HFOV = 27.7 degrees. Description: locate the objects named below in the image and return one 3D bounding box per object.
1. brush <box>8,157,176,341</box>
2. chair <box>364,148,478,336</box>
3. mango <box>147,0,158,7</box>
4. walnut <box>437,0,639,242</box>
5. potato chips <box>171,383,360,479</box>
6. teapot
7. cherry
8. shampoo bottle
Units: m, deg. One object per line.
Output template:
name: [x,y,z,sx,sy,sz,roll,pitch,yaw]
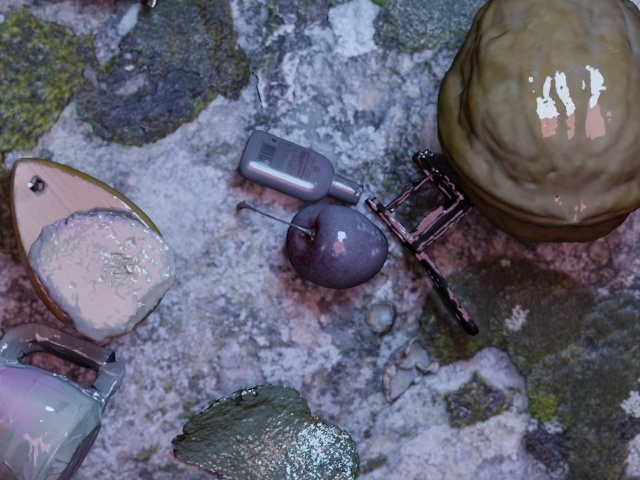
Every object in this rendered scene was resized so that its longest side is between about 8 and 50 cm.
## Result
brush: [-0.304,-0.001,1.626,0.174,0.166,0.266,-41,90,-7]
chair: [0.167,0.002,1.711,0.113,0.106,0.229,-40,93,0]
mango: [-0.277,-0.442,1.644,0.177,0.119,0.316,-25,112,-20]
walnut: [0.292,-0.153,1.616,0.306,0.306,0.343,4,48,-7]
potato chips: [-0.066,0.273,1.696,0.228,0.059,0.167,33,90,-9]
teapot: [-0.363,0.206,1.609,0.178,0.163,0.221,32,84,3]
cherry: [0.006,-0.003,1.711,0.148,0.188,0.115,-23,117,-31]
shampoo bottle: [-0.024,-0.089,1.719,0.165,0.040,0.080,21,51,-7]
